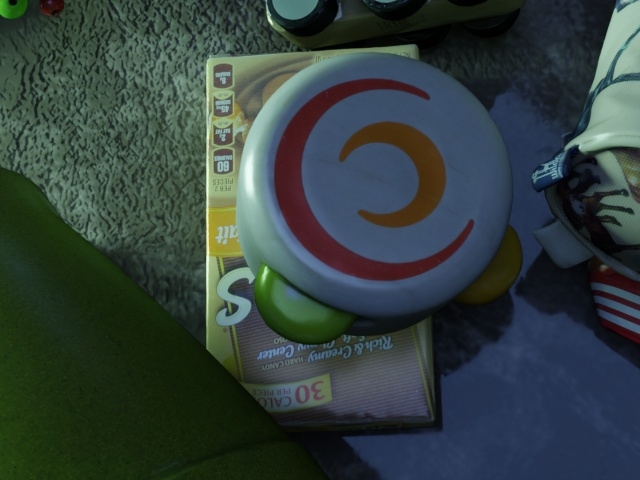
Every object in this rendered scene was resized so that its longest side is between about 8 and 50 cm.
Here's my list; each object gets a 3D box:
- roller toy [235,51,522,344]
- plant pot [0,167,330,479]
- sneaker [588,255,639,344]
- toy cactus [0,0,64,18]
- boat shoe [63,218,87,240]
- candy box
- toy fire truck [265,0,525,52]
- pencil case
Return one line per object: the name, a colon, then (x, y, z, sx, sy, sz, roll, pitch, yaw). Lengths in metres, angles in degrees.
roller toy: (0.036, -0.029, 0.814, 0.209, 0.146, 0.191, -15, 79, -9)
plant pot: (-0.209, 0.150, 0.737, 0.366, 0.366, 0.353, -35, 69, -1)
sneaker: (0.329, 0.036, 0.891, 0.221, 0.087, 0.128, -6, 84, 19)
toy cactus: (-0.231, -0.289, 0.984, 0.112, 0.180, 0.219, -1, 77, 8)
boat shoe: (-0.300, 0.115, 0.946, 0.301, 0.108, 0.102, -43, 73, -10)
candy box: (0.000, 0.000, 0.932, 0.183, 0.087, 0.316, -3, 76, 6)
toy fire truck: (0.051, -0.299, 0.931, 0.217, 0.158, 0.246, -7, 81, 19)
pencil case: (0.292, -0.162, 0.840, 0.183, 0.160, 0.410, -3, 51, 43)
